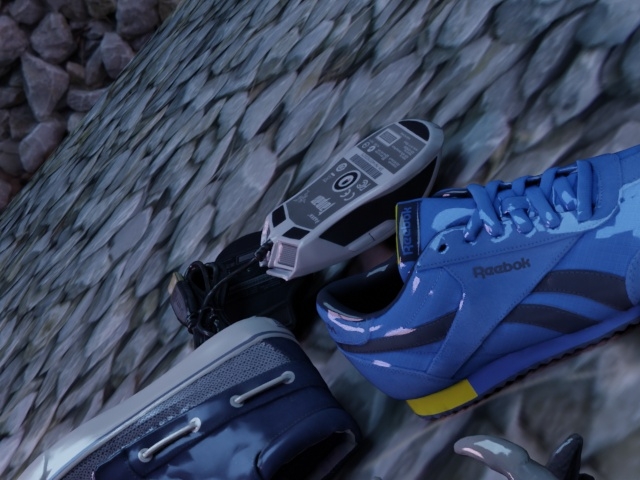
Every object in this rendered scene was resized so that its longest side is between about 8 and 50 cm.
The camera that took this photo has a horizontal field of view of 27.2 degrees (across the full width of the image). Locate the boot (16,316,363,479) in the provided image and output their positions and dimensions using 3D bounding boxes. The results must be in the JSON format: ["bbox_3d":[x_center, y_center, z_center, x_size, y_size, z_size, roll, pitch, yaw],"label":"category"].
[{"bbox_3d":[-0.074,0.121,0.641,0.190,0.069,0.086,-40,48,-3],"label":"boot"}]

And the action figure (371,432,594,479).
[{"bbox_3d":[0.031,0.132,0.332,0.164,0.141,0.275,-56,20,4],"label":"action figure"}]

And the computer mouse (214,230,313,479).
[{"bbox_3d":[-0.034,0.071,0.775,0.071,0.041,0.242,-19,32,12],"label":"computer mouse"}]

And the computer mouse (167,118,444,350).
[{"bbox_3d":[0.000,0.000,0.777,0.193,0.042,0.106,-36,27,-3],"label":"computer mouse"}]

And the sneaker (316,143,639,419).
[{"bbox_3d":[0.083,0.003,0.554,0.209,0.082,0.069,-34,22,35],"label":"sneaker"}]
